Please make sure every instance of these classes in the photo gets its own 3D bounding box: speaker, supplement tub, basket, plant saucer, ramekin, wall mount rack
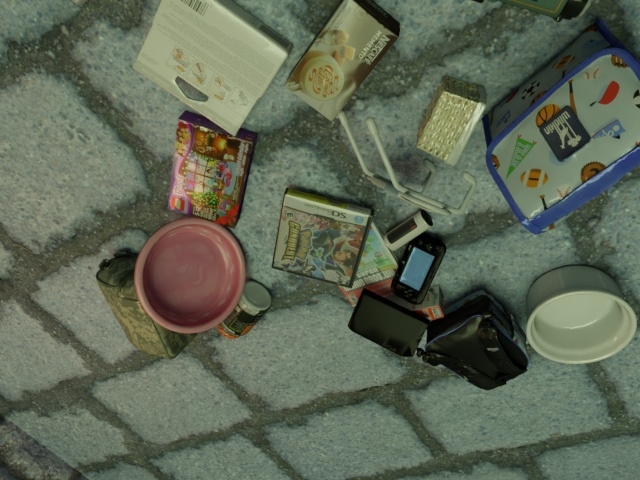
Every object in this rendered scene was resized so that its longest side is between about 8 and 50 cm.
[{"bbox_3d":[0.240,-0.028,1.525,0.055,0.055,0.136,42,124,-19],"label":"speaker"},{"bbox_3d":[-0.248,0.227,1.777,0.117,0.117,0.190,33,126,-13],"label":"supplement tub"},{"bbox_3d":[0.298,-0.278,1.287,0.103,0.113,0.167,20,128,-1],"label":"basket"},{"bbox_3d":[-0.380,0.098,1.618,0.084,0.332,0.332,3,137,54],"label":"plant saucer"},{"bbox_3d":[0.710,0.201,1.551,0.277,0.135,0.277,6,128,7],"label":"ramekin"},{"bbox_3d":[0.177,-0.173,1.288,0.304,0.350,0.131,21,99,-21],"label":"wall mount rack"}]

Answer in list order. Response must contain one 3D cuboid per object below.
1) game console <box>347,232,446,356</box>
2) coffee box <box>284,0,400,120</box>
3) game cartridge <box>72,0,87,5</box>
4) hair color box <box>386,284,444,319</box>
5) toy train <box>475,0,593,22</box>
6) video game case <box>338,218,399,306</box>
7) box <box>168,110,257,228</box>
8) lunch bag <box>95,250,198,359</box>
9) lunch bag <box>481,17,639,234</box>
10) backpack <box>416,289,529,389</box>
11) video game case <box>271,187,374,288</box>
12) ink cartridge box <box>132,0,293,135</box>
[{"bbox_3d":[0.232,0.144,1.587,0.213,0.044,0.362,25,108,12],"label":"game console"},{"bbox_3d":[0.047,-0.413,1.243,0.141,0.098,0.246,34,126,-15],"label":"coffee box"},{"bbox_3d":[-0.552,-0.685,1.191,0.196,0.060,0.294,-25,118,22],"label":"game cartridge"},{"bbox_3d":[0.280,0.196,1.661,0.167,0.093,0.053,-14,123,22],"label":"hair color box"},{"bbox_3d":[0.392,-0.539,1.065,0.333,0.142,0.190,15,140,-2],"label":"toy train"},{"bbox_3d":[0.118,0.065,1.639,0.204,0.025,0.285,-20,120,24],"label":"video game case"},{"bbox_3d":[-0.298,-0.184,1.513,0.200,0.057,0.293,18,128,-1],"label":"box"},{"bbox_3d":[-0.550,0.196,1.757,0.255,0.213,0.305,4,126,27],"label":"lunch bag"},{"bbox_3d":[0.512,-0.221,1.114,0.239,0.386,0.328,36,126,-16],"label":"lunch bag"},{"bbox_3d":[0.467,0.299,1.630,0.263,0.213,0.276,44,129,-11],"label":"backpack"},{"bbox_3d":[0.000,0.000,1.575,0.248,0.035,0.275,14,127,1],"label":"video game case"},{"bbox_3d":[-0.256,-0.433,1.311,0.296,0.066,0.261,33,126,-13],"label":"ink cartridge box"}]
